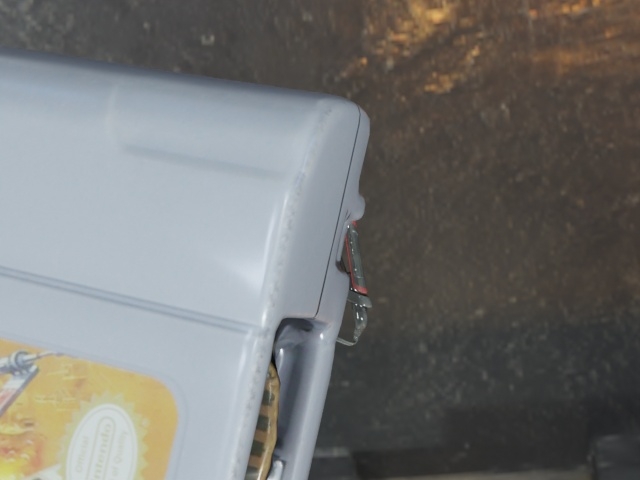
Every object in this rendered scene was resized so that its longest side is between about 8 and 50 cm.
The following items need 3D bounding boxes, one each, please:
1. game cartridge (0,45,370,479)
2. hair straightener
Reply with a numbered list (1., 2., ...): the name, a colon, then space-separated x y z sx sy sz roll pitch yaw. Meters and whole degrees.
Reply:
1. game cartridge: -0.109 0.092 0.365 0.198 0.297 0.062 11 177 20
2. hair straightener: 0.000 0.000 1.384 0.089 0.230 0.047 -10 -175 15
